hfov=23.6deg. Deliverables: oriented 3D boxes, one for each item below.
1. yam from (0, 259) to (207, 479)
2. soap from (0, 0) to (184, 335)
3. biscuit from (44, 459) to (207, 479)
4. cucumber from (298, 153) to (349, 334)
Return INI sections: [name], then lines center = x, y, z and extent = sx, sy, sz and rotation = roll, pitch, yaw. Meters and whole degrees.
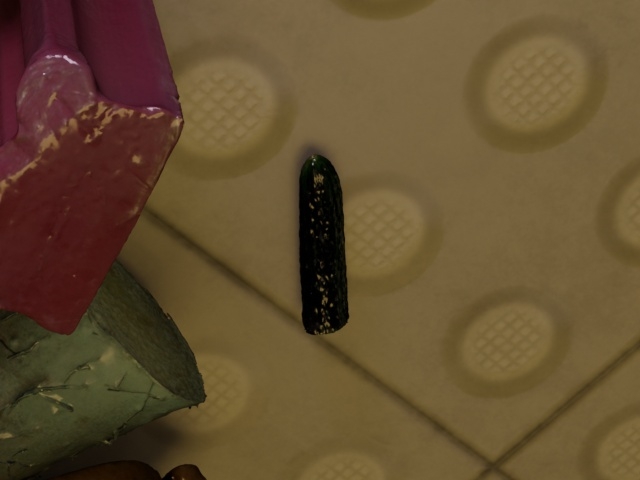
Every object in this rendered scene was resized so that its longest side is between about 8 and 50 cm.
[yam]
center = -0.316, 0.138, 1.540
extent = 0.348, 0.241, 0.241
rotation = -29, 125, 11
[soap]
center = -0.237, -0.114, 1.328
extent = 0.128, 0.359, 0.233
rotation = 20, 115, -24
[biscuit]
center = -0.282, 0.337, 1.663
extent = 0.350, 0.070, 0.394
rotation = -20, 160, -6
[cucumber]
center = 0.000, 0.000, 1.648
extent = 0.052, 0.058, 0.215
rotation = 9, 123, 20
